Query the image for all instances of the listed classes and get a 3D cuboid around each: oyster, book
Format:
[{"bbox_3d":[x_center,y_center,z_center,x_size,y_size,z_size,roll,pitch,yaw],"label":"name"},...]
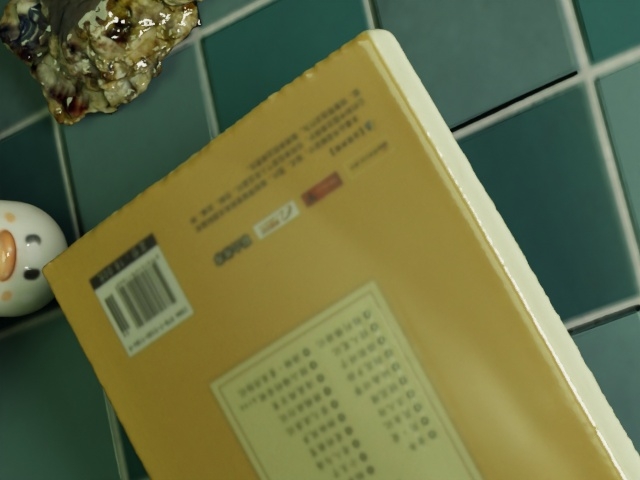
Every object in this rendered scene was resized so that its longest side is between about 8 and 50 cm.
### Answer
[{"bbox_3d":[-0.136,-0.135,1.240,0.148,0.051,0.103,-30,75,20],"label":"oyster"},{"bbox_3d":[0.028,0.119,1.040,0.269,0.032,0.389,-32,82,31],"label":"book"}]

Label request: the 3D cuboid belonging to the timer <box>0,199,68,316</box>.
[{"bbox_3d":[-0.300,0.011,1.287,0.233,0.240,0.234,-176,90,-68],"label":"timer"}]
